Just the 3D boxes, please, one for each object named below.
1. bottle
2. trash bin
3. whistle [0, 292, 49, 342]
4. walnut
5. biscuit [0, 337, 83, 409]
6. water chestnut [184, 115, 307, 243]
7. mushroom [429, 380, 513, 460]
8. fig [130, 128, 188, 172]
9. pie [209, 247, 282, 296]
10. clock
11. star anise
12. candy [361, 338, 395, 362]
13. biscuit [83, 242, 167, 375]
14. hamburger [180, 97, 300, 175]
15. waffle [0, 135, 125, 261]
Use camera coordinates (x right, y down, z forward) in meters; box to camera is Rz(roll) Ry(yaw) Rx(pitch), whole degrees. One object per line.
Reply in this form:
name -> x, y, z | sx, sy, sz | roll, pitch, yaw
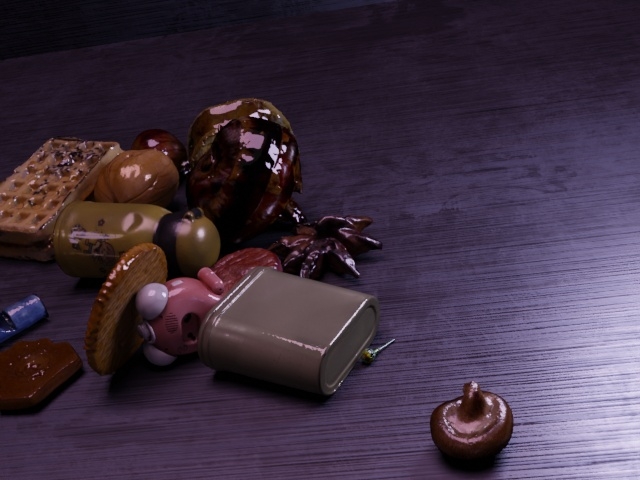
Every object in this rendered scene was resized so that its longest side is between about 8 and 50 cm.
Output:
bottle -> -0.384, 0.006, 1.799 | 0.351, 0.171, 0.171 | 4, 33, 21
trash bin -> -0.051, 0.156, 1.483 | 0.248, 0.121, 0.243 | 11, 36, 27
whistle -> -0.690, 0.203, 1.666 | 0.304, 0.062, 0.062 | -32, 36, -33
walnut -> -0.446, -0.132, 2.046 | 0.193, 0.193, 0.225 | 2, 33, 22
biscuit -> -0.560, 0.247, 1.572 | 0.215, 0.034, 0.182 | 7, 33, 33
water chestnut -> -0.148, -0.123, 1.892 | 0.300, 0.300, 0.300 | -8, 30, 5
mushroom -> 0.221, 0.268, 1.228 | 0.126, 0.085, 0.109 | -12, 64, -6
fig -> -0.422, -0.229, 2.231 | 0.148, 0.149, 0.202 | 33, 57, 29
pie -> -0.162, 0.077, 1.690 | 0.182, 0.049, 0.182 | -17, 31, 11
clock -> -0.252, 0.144, 1.525 | 0.162, 0.165, 0.093 | -17, 32, -24
star anise -> 0.000, 0.000, 1.748 | 0.272, 0.102, 0.272 | -11, 31, 6
candy -> 0.102, 0.189, 1.467 | 0.083, 0.023, 0.025 | -28, 76, -38
biscuit -> -0.350, 0.121, 1.516 | 0.035, 0.254, 0.254 | 21, 38, 12
hamburger -> -0.214, -0.258, 2.161 | 0.309, 0.211, 0.132 | -12, 34, -4
waffle -> -0.671, -0.113, 2.096 | 0.261, 0.114, 0.376 | 5, 43, 27
